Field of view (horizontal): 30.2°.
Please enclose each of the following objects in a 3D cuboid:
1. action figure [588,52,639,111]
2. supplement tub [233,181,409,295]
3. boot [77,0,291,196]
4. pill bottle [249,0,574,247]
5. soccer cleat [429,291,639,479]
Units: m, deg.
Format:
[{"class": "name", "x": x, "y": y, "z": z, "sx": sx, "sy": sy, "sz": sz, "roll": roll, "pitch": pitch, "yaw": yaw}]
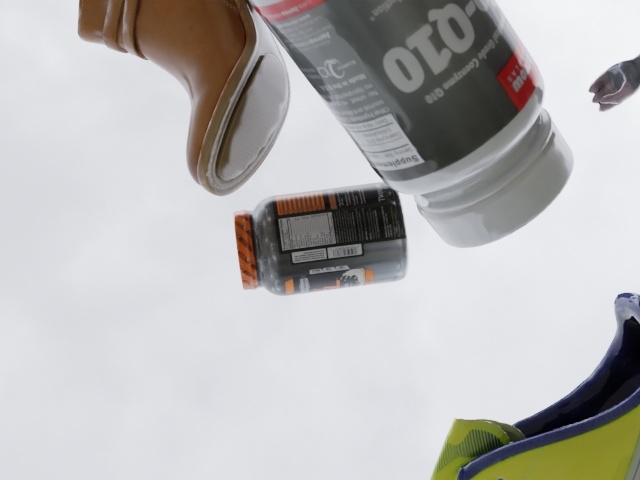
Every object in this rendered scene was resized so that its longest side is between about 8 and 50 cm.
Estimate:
[{"class": "action figure", "x": 0.324, "y": -0.240, "z": 0.901, "sx": 0.275, "sy": 0.248, "sz": 0.370, "roll": -38, "pitch": -75, "yaw": -8}, {"class": "supplement tub", "x": 0.000, "y": 0.000, "z": 1.351, "sx": 0.190, "sy": 0.117, "sz": 0.117, "roll": -7, "pitch": -117, "yaw": -2}, {"class": "boot", "x": -0.138, "y": -0.185, "z": 1.096, "sx": 0.220, "sy": 0.109, "sz": 0.283, "roll": 8, "pitch": -99, "yaw": 22}, {"class": "pill bottle", "x": 0.081, "y": -0.141, "z": 0.967, "sx": 0.161, "sy": 0.283, "sz": 0.161, "roll": -32, "pitch": -156, "yaw": 16}, {"class": "soccer cleat", "x": 0.071, "y": 0.142, "z": 0.528, "sx": 0.289, "sy": 0.093, "sz": 0.121, "roll": -43, "pitch": -78, "yaw": -3}]
